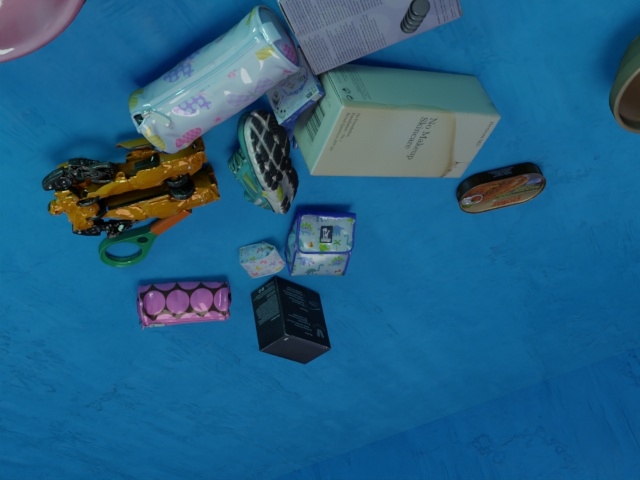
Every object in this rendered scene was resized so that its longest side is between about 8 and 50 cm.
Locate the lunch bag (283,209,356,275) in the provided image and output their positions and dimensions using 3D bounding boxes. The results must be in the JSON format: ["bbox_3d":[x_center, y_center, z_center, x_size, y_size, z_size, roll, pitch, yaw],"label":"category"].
[{"bbox_3d":[0.000,0.000,1.589,0.128,0.096,0.151,1,129,-17],"label":"lunch bag"}]

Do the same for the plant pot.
[{"bbox_3d":[0.614,-0.307,1.334,0.237,0.110,0.237,-10,147,-7],"label":"plant pot"}]

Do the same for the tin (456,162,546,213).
[{"bbox_3d":[0.382,-0.110,1.608,0.189,0.040,0.106,-13,142,-1],"label":"tin"}]

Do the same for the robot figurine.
[{"bbox_3d":[-0.333,-0.097,1.328,0.291,0.085,0.211,-13,146,-3],"label":"robot figurine"}]

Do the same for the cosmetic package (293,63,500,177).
[{"bbox_3d":[0.128,-0.199,1.288,0.309,0.113,0.160,-1,141,-26],"label":"cosmetic package"}]

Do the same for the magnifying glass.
[{"bbox_3d":[-0.349,-0.010,1.508,0.231,0.026,0.092,-29,143,25],"label":"magnifying glass"}]

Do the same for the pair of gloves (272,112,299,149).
[{"bbox_3d":[0.009,-0.210,1.342,0.198,0.023,0.159,8,141,-28],"label":"pair of gloves"}]

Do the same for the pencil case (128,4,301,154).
[{"bbox_3d":[-0.162,-0.242,1.149,0.273,0.113,0.124,-28,165,19],"label":"pencil case"}]

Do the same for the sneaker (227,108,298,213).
[{"bbox_3d":[-0.114,-0.129,1.334,0.110,0.107,0.275,14,155,12],"label":"sneaker"}]

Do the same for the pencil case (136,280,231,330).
[{"bbox_3d":[-0.300,0.143,1.680,0.209,0.098,0.095,-5,145,-14],"label":"pencil case"}]

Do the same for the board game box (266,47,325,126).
[{"bbox_3d":[-0.045,-0.245,1.209,0.090,0.090,0.020,-34,157,29],"label":"board game box"}]

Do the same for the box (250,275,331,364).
[{"bbox_3d":[-0.071,0.189,1.774,0.093,0.158,0.156,-35,140,29],"label":"box"}]

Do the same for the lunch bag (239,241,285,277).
[{"bbox_3d":[-0.124,0.040,1.633,0.083,0.053,0.071,-12,145,16],"label":"lunch bag"}]

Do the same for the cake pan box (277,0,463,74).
[{"bbox_3d":[0.056,-0.380,1.069,0.245,0.070,0.267,-22,146,9],"label":"cake pan box"}]

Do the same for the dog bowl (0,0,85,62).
[{"bbox_3d":[-0.432,-0.366,0.843,0.408,0.150,0.408,-10,147,-7],"label":"dog bowl"}]
